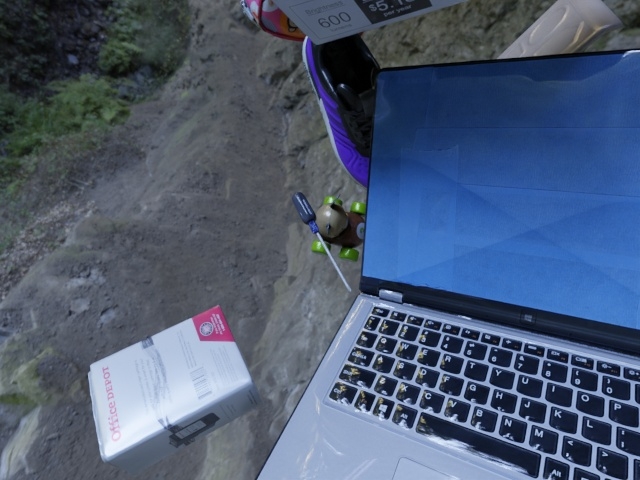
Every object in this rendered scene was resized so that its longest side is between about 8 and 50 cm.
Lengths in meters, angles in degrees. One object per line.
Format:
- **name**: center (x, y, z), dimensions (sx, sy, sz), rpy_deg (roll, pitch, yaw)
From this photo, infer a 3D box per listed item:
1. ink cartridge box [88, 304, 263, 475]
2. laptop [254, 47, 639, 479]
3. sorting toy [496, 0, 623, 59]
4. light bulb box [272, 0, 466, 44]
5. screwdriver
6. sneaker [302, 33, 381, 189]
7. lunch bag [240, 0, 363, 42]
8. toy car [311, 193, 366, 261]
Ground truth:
- **ink cartridge box**: center (-0.155, 0.156, 0.449), dimensions (0.150, 0.063, 0.109), rpy_deg (-25, 51, -14)
- **laptop**: center (0.159, 0.051, 0.329), dimensions (0.408, 0.381, 0.237), rpy_deg (-55, 140, -36)
- **sorting toy**: center (0.331, -0.280, 0.643), dimensions (0.038, 0.208, 0.193), rpy_deg (37, 42, -19)
- **light bulb box**: center (0.055, -0.371, 0.286), dimensions (0.361, 0.357, 0.226), rpy_deg (13, 78, -57)
- **screwdriver**: center (0.000, 0.000, 0.591), dimensions (0.025, 0.024, 0.170), rpy_deg (9, 48, -52)
- **sneaker**: center (0.061, -0.193, 0.635), dimensions (0.294, 0.102, 0.146), rpy_deg (61, -3, -16)
- **lunch bag**: center (-0.019, -0.490, 0.692), dimensions (0.257, 0.293, 0.120), rpy_deg (-4, 44, -28)
- **toy car**: center (0.046, -0.045, 1.042), dimensions (0.148, 0.155, 0.188), rpy_deg (13, -11, 9)
